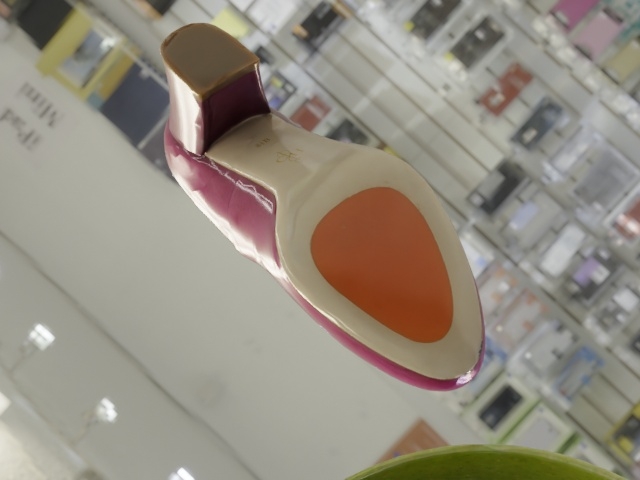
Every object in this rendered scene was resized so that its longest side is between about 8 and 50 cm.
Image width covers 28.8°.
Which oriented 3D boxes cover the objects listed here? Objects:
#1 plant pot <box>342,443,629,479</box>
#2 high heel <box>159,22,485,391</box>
[{"bbox_3d":[0.088,0.296,0.668,0.275,0.275,0.293,45,161,28],"label":"plant pot"},{"bbox_3d":[0.000,0.000,0.941,0.377,0.127,0.181,54,163,34],"label":"high heel"}]
